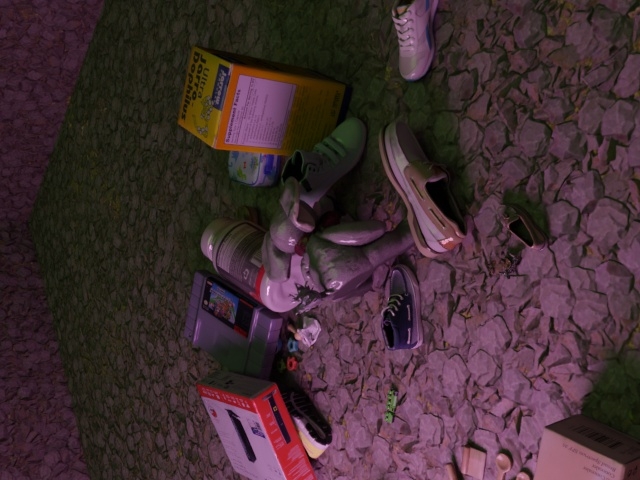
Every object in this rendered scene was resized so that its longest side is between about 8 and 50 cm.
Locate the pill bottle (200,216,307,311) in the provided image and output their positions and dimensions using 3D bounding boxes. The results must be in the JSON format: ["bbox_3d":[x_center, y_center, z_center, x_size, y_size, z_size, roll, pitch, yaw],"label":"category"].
[{"bbox_3d":[-0.180,0.050,1.724,0.318,0.176,0.176,29,112,38],"label":"pill bottle"}]

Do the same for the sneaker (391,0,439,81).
[{"bbox_3d":[0.193,-0.459,1.363,0.087,0.092,0.229,14,102,48],"label":"sneaker"}]

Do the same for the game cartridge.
[{"bbox_3d":[-0.264,0.247,1.843,0.355,0.068,0.230,25,114,38],"label":"game cartridge"}]

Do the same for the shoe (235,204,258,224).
[{"bbox_3d":[-0.202,0.004,1.880,0.076,0.058,0.219,-6,90,27],"label":"shoe"}]

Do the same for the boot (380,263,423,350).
[{"bbox_3d":[0.171,0.146,1.403,0.069,0.086,0.190,-23,73,48],"label":"boot"}]

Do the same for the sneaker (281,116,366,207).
[{"bbox_3d":[0.010,-0.199,1.486,0.094,0.151,0.256,36,88,23],"label":"sneaker"}]

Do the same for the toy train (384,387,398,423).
[{"bbox_3d":[0.164,0.382,1.470,0.023,0.017,0.083,16,103,39],"label":"toy train"}]

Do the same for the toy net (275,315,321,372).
[{"bbox_3d":[-0.078,0.284,1.736,0.232,0.045,0.122,-34,65,45],"label":"toy net"}]

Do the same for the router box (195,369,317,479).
[{"bbox_3d":[-0.181,0.517,1.736,0.335,0.082,0.301,-7,107,55],"label":"router box"}]

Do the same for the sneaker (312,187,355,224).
[{"bbox_3d":[-0.017,-0.054,1.618,0.153,0.094,0.235,-51,64,27],"label":"sneaker"}]

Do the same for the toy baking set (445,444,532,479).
[{"bbox_3d":[0.340,0.532,1.251,0.196,0.030,0.256,-25,72,47],"label":"toy baking set"}]

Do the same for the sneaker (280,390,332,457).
[{"bbox_3d":[-0.054,0.488,1.686,0.208,0.081,0.094,49,133,40],"label":"sneaker"}]

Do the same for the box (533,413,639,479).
[{"bbox_3d":[0.436,0.470,1.064,0.148,0.121,0.311,16,103,48],"label":"box"}]

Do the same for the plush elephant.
[{"bbox_3d":[0.000,0.000,1.405,0.255,0.330,0.272,54,138,16],"label":"plush elephant"}]

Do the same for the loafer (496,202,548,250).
[{"bbox_3d":[0.372,-0.029,1.195,0.125,0.039,0.045,52,128,36],"label":"loafer"}]

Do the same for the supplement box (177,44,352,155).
[{"bbox_3d":[-0.133,-0.330,1.550,0.195,0.356,0.194,35,116,44],"label":"supplement box"}]

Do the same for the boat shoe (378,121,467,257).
[{"bbox_3d":[0.220,-0.122,1.331,0.103,0.113,0.302,-30,79,45],"label":"boat shoe"}]

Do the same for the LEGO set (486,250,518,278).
[{"bbox_3d":[0.358,0.048,1.234,0.083,0.023,0.054,-1,88,63],"label":"LEGO set"}]

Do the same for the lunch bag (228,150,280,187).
[{"bbox_3d":[-0.183,-0.262,1.818,0.176,0.090,0.219,17,103,50],"label":"lunch bag"}]
